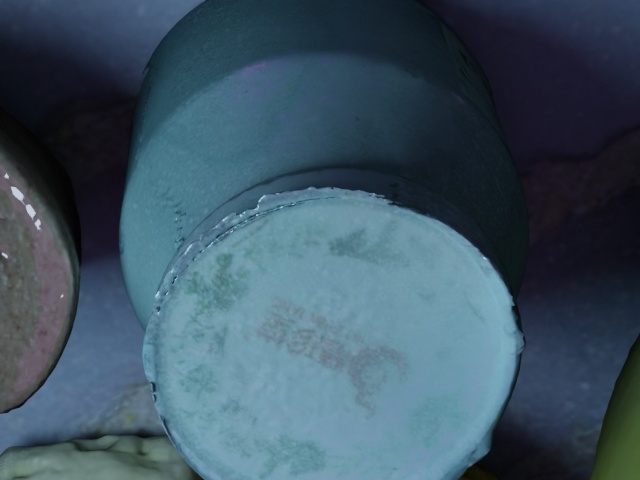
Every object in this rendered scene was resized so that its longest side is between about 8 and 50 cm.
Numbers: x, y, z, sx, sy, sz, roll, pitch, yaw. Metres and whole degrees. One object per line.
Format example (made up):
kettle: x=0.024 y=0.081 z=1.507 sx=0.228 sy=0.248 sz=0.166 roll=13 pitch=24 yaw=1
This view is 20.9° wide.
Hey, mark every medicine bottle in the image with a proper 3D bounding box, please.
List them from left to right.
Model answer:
medicine bottle: x=0.000 y=0.000 z=1.002 sx=0.245 sy=0.290 sz=0.245 roll=0 pitch=116 yaw=-1

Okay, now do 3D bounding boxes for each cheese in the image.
cheese: x=-0.159 y=0.261 z=1.240 sx=0.159 sy=0.093 sz=0.263 roll=1 pitch=117 yaw=0

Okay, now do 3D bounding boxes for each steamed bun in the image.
steamed bun: x=-0.288 y=-0.027 z=1.012 sx=0.301 sy=0.251 sz=0.199 roll=6 pitch=107 yaw=-9

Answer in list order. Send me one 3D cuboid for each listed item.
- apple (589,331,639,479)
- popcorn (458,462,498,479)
apple: x=0.372 y=0.177 z=1.022 sx=0.473 sy=0.473 sz=0.474 roll=0 pitch=116 yaw=-1
popcorn: x=0.042 y=0.249 z=1.170 sx=0.250 sy=0.190 sz=0.250 roll=3 pitch=101 yaw=14
